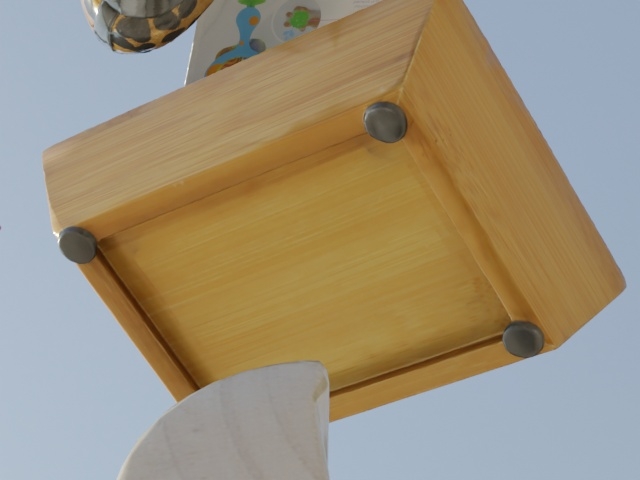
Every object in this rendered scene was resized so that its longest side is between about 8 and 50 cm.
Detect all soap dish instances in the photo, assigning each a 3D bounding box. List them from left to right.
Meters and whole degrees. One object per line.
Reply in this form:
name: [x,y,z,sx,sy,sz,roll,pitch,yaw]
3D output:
soap dish: [0.000,0.000,1.062,0.290,0.118,0.229,-21,-64,27]

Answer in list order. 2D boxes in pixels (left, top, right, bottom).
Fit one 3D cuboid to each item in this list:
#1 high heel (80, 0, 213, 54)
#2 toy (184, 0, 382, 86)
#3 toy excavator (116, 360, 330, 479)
high heel: [-0.030,-0.211,0.949,0.261,0.093,0.186,-46,-6,-32]
toy: [-0.028,-0.126,1.149,0.136,0.056,0.237,-3,-49,-25]
toy excavator: [0.201,0.039,0.567,0.432,0.445,0.222,11,-56,16]
